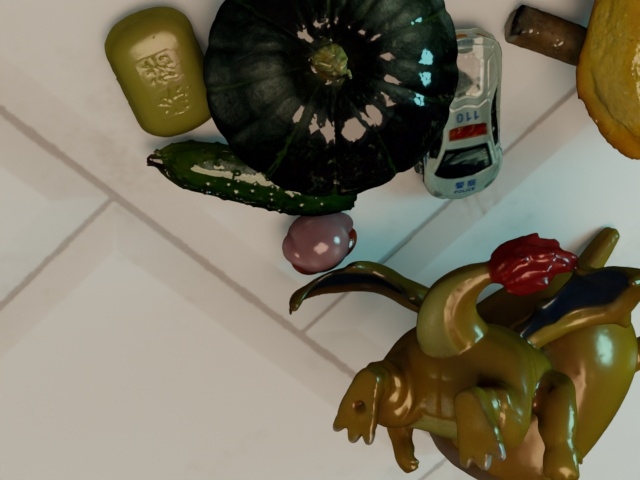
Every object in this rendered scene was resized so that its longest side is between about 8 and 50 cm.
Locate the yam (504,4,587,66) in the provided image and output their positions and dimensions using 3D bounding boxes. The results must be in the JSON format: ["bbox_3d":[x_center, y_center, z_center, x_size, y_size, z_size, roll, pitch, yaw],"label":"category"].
[{"bbox_3d":[0.344,-0.185,1.595,0.327,0.045,0.045,13,141,-22],"label":"yam"}]

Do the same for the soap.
[{"bbox_3d":[-0.153,-0.162,1.481,0.089,0.045,0.140,-24,125,-2],"label":"soap"}]

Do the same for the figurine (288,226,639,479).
[{"bbox_3d":[0.216,0.125,1.587,0.401,0.268,0.387,-15,172,34],"label":"figurine"}]

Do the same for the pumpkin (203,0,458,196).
[{"bbox_3d":[0.012,-0.164,1.427,0.250,0.216,0.249,0,91,-1],"label":"pumpkin"}]

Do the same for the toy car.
[{"bbox_3d":[0.146,-0.127,1.576,0.095,0.056,0.205,-11,124,-9],"label":"toy car"}]

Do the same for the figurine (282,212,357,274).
[{"bbox_3d":[0.000,0.000,1.614,0.083,0.067,0.071,-40,145,-6],"label":"figurine"}]

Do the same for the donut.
[{"bbox_3d":[0.377,-0.194,1.532,0.253,0.118,0.253,-5,106,-20],"label":"donut"}]

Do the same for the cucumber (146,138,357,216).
[{"bbox_3d":[-0.068,-0.066,1.555,0.227,0.069,0.069,10,119,-17],"label":"cucumber"}]
